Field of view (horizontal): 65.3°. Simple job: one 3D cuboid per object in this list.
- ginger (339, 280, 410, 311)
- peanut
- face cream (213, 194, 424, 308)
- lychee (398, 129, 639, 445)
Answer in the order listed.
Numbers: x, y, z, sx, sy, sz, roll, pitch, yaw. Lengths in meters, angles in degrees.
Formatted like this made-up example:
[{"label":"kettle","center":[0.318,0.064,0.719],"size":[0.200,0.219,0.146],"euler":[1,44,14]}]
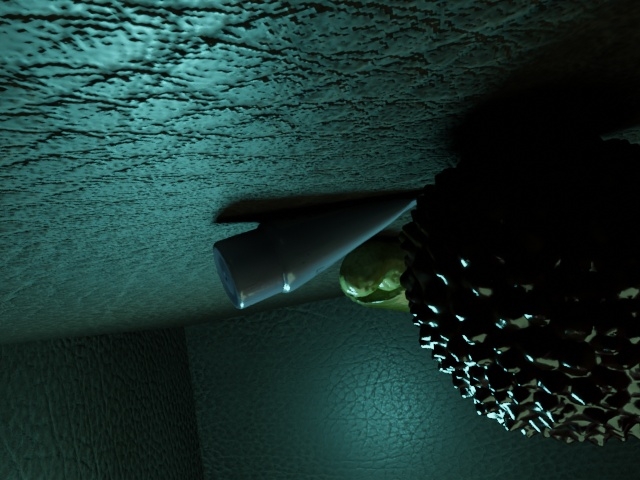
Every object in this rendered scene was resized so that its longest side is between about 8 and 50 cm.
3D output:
[{"label":"ginger","center":[0.187,0.105,1.192],"size":[0.276,0.130,0.221],"euler":[5,174,44]},{"label":"peanut","center":[0.120,0.051,1.002],"size":[0.229,0.103,0.098],"euler":[-3,156,-47]},{"label":"face cream","center":[0.000,0.000,0.667],"size":[0.274,0.096,0.154],"euler":[-21,171,-21]},{"label":"lychee","center":[0.231,0.041,0.484],"size":[0.306,0.306,0.330],"euler":[-14,167,20]}]
